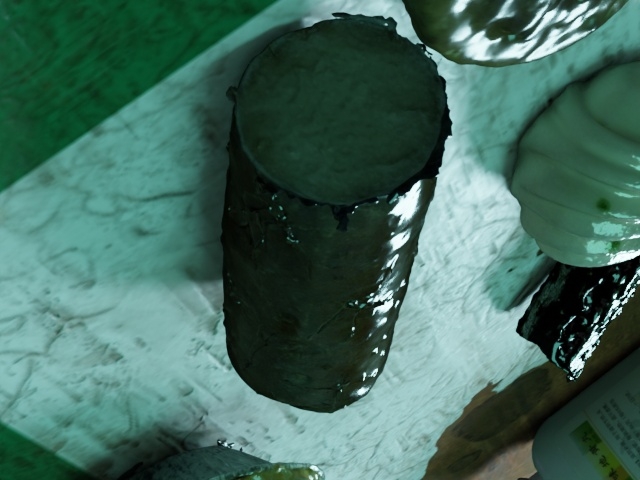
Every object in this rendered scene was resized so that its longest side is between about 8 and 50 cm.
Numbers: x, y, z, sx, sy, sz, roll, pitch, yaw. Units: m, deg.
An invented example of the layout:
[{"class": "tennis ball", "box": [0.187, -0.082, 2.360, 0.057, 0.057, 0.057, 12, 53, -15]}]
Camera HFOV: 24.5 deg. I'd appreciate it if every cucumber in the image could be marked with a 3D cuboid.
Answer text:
[{"class": "cucumber", "box": [0.263, -0.002, 1.247, 0.072, 0.081, 0.303, -22, 150, -46]}]

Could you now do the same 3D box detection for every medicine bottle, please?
[{"class": "medicine bottle", "box": [0.353, 0.241, 1.648, 0.324, 0.179, 0.124, -40, 155, 8]}]

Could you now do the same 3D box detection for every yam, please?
[{"class": "yam", "box": [-0.001, -0.001, 0.879, 0.131, 0.131, 0.279, -25, 154, -20]}]

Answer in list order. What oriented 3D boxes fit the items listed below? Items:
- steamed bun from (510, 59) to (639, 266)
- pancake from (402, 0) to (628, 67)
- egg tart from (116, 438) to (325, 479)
[{"class": "steamed bun", "box": [0.229, -0.049, 1.092, 0.183, 0.106, 0.183, -27, 151, -16]}, {"class": "pancake", "box": [0.150, -0.184, 0.830, 0.242, 0.050, 0.242, -29, 155, -15]}, {"class": "egg tart", "box": [-0.104, 0.231, 1.172, 0.234, 0.094, 0.234, -24, 153, -13]}]
